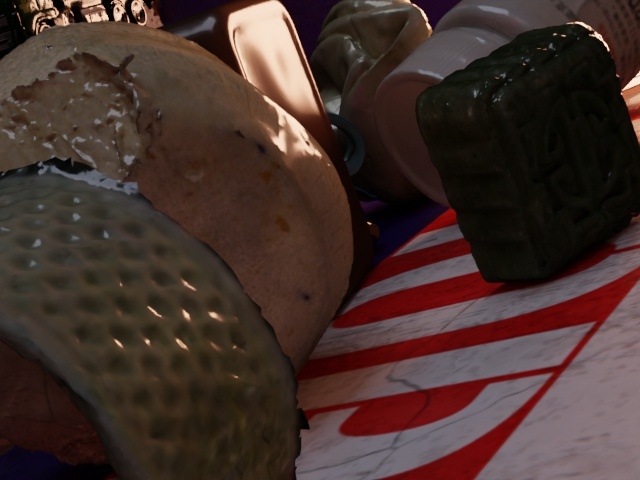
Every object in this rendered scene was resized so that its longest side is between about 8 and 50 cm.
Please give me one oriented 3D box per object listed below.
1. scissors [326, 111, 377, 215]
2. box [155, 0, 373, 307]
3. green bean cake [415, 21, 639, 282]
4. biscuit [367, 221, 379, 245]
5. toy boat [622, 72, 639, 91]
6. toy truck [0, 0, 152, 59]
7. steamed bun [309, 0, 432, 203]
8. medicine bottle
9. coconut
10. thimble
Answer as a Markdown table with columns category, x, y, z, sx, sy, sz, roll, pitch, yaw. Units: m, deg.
| category | x | y | z | sx | sy | sz | roll | pitch | yaw |
| --- | --- | --- | --- | --- | --- | --- | --- | --- | --- |
| scissors | -0.113 | -0.094 | 1.464 | 0.393 | 0.180 | 0.032 | 13 | 0 | -21 |
| box | -0.115 | -0.065 | 1.270 | 0.229 | 0.339 | 0.239 | -17 | 11 | 21 |
| green bean cake | 0.189 | -0.075 | 1.045 | 0.183 | 0.185 | 0.094 | -32 | 18 | -35 |
| biscuit | 0.000 | -0.002 | 1.443 | 0.140 | 0.023 | 0.118 | -5 | -15 | 1 |
| toy boat | 0.383 | -0.203 | 1.667 | 0.291 | 0.070 | 0.210 | -21 | 14 | -6 |
| toy truck | -0.258 | -0.243 | 1.192 | 0.088 | 0.121 | 0.259 | -14 | 13 | 24 |
| steamed bun | 0.068 | -0.182 | 1.627 | 0.207 | 0.280 | 0.268 | -21 | 10 | 1 |
| medicine bottle | 0.248 | -0.215 | 1.437 | 0.371 | 0.211 | 0.211 | -43 | 18 | -28 |
| coconut | -0.167 | -0.002 | 1.001 | 0.346 | 0.346 | 0.360 | -26 | 19 | -15 |
| thimble | -0.161 | 0.105 | 0.645 | 0.271 | 0.271 | 0.150 | -18 | 12 | 29 |
